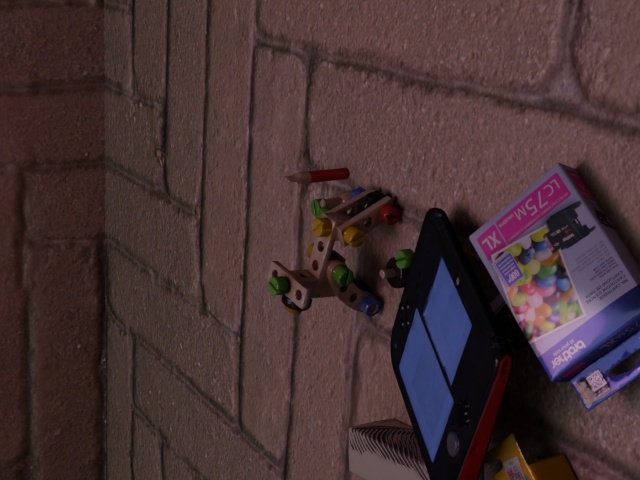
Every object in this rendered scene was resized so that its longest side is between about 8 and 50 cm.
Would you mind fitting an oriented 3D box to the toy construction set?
[{"bbox_3d":[0.000,0.000,1.922,0.309,0.237,0.257,64,145,29],"label":"toy construction set"}]

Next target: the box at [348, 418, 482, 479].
[{"bbox_3d":[0.168,0.410,1.849,0.275,0.113,0.094,11,104,57],"label":"box"}]

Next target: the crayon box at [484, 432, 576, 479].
[{"bbox_3d":[0.347,0.479,1.587,0.203,0.083,0.323,-54,51,49],"label":"crayon box"}]

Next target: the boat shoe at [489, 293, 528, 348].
[{"bbox_3d":[0.308,0.128,1.597,0.228,0.080,0.076,-57,47,37],"label":"boat shoe"}]

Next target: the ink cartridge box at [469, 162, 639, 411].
[{"bbox_3d":[0.359,0.065,1.451,0.186,0.065,0.311,-43,59,28],"label":"ink cartridge box"}]

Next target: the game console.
[{"bbox_3d":[0.201,0.186,1.668,0.387,0.060,0.342,-108,19,-51],"label":"game console"}]
